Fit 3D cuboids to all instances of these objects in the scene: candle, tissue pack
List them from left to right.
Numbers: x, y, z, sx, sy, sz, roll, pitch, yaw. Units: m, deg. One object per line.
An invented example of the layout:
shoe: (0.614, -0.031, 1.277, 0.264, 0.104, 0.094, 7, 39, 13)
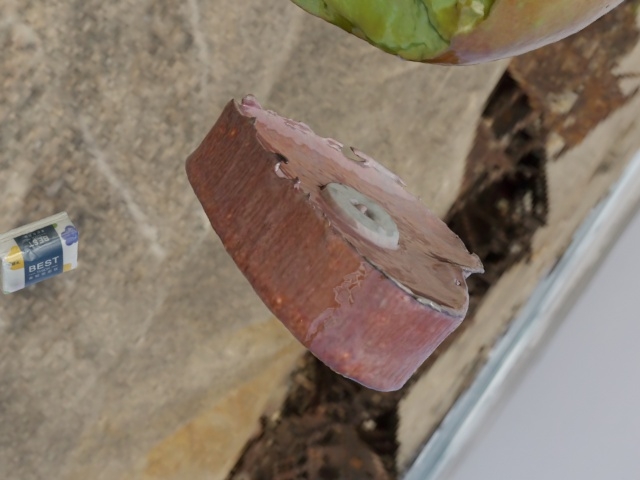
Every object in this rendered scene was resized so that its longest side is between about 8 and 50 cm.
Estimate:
tissue pack: (-0.287, 0.013, 1.150, 0.083, 0.042, 0.062, -21, 150, -28)
candle: (0.000, 0.000, 1.033, 0.131, 0.287, 0.317, -49, -175, 15)

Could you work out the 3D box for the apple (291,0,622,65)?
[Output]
apple: (0.097, -0.300, 0.784, 0.340, 0.339, 0.339, -52, 167, -17)
